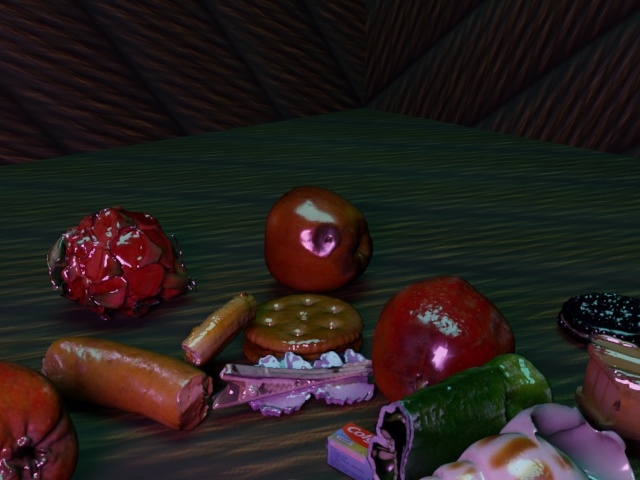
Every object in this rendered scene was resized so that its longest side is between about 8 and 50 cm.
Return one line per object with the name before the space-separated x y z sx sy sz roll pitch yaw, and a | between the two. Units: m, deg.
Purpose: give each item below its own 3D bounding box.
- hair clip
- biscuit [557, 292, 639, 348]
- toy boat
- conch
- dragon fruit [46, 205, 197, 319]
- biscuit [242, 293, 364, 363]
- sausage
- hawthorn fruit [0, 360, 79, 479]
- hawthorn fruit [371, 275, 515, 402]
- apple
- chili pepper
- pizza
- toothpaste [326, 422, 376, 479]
hair clip | -0.024 0.210 1.089 0.292 0.085 0.106 -2 34 -19
biscuit | 0.531 0.147 1.289 0.194 0.053 0.194 1 20 0
toy boat | 0.574 0.242 0.952 0.445 0.136 0.162 14 29 23
conch | 0.228 0.278 0.771 0.274 0.149 0.183 23 30 -27
dragon fruit | -0.377 0.051 1.393 0.293 0.234 0.233 23 3 -38
biscuit | -0.031 0.160 1.246 0.220 0.066 0.220 0 19 0
sausage | -0.293 0.207 1.065 0.270 0.109 0.109 10 23 17
hawthorn fruit | -0.423 0.243 0.838 0.262 0.211 0.210 2 19 28
hawthorn fruit | 0.168 0.168 1.028 0.215 0.215 0.249 10 28 24
apple | 0.000 0.000 1.463 0.229 0.230 0.230 0 20 0
chili pepper | 0.188 0.213 0.874 0.270 0.136 0.099 -12 19 -29
pizza | -0.176 0.157 1.156 0.062 0.161 0.182 39 46 6
toothpaste | 0.102 0.294 0.913 0.193 0.044 0.070 18 26 39
